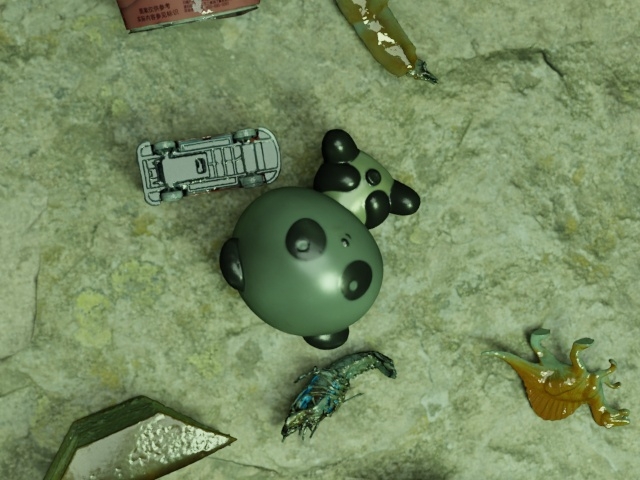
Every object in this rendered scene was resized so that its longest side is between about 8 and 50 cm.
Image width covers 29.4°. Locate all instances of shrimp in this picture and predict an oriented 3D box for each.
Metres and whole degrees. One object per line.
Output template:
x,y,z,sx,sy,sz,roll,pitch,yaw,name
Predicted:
0.014,0.196,1.571,0.174,0.076,0.082,-31,139,-15,shrimp
0.096,-0.357,1.559,0.185,0.068,0.287,10,91,-12,shrimp

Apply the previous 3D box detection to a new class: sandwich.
-0.238,0.256,1.489,0.258,0.094,0.096,-21,101,-13,sandwich

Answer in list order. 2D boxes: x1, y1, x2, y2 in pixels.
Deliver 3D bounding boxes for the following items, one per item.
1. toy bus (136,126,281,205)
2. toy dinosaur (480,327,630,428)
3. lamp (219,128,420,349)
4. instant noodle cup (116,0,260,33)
-0.139,-0.094,1.506,0.174,0.077,0.079,-10,94,-13,toy bus
0.316,0.192,1.647,0.212,0.057,0.142,-2,112,-2,toy dinosaur
0.000,0.000,1.497,0.198,0.198,0.243,37,75,-12,lamp
-0.171,-0.381,1.428,0.244,0.244,0.255,-13,102,-12,instant noodle cup
